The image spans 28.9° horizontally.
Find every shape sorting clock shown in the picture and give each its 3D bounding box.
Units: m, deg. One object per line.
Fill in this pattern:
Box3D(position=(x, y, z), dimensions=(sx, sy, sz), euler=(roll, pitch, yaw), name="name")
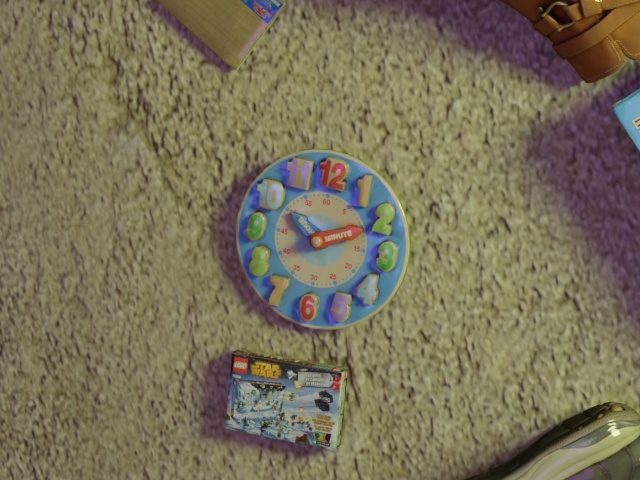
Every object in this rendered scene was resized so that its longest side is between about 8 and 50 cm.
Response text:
Box3D(position=(0.000, 0.000, 1.394), dimensions=(0.206, 0.040, 0.206), euler=(2, 96, 19), name="shape sorting clock")

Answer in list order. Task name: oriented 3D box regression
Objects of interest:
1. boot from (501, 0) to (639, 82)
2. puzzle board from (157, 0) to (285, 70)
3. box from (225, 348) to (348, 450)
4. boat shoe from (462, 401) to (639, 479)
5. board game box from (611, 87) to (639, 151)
Box3D(position=(0.218, -0.256, 1.270), dimensions=(0.283, 0.109, 0.220), euler=(-23, 116, 38), name="boot")
Box3D(position=(-0.113, -0.271, 1.417), dimensions=(0.128, 0.011, 0.096), euler=(42, 106, 9), name="puzzle board")
Box3D(position=(-0.040, 0.183, 1.434), dimensions=(0.137, 0.027, 0.094), euler=(9, 100, 17), name="box")
Box3D(position=(0.202, 0.307, 1.313), dimensions=(0.355, 0.132, 0.130), euler=(-34, 85, 20), name="boat shoe")
Box3D(position=(0.495, -0.086, 1.194), dimensions=(0.302, 0.086, 0.308), euler=(-33, 85, 19), name="board game box")
